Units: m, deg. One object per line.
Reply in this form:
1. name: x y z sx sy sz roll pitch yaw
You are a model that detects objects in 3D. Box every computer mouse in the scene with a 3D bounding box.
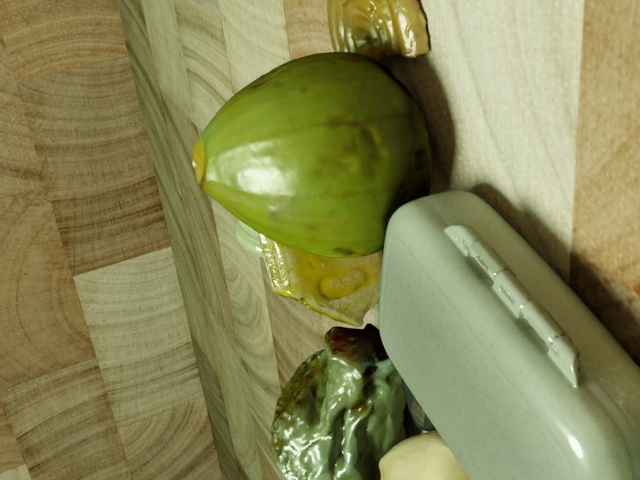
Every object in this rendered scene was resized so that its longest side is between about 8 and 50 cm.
1. computer mouse: 0.153 0.169 1.108 0.099 0.057 0.172 -135 44 -57

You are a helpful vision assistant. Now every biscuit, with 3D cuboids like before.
1. biscuit: 0.053 -0.275 1.010 0.224 0.033 0.144 29 134 63

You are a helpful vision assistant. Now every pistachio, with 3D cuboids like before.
1. pistachio: 0.156 0.309 1.059 0.229 0.157 0.157 -17 91 67

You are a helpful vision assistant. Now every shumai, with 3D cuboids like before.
1. shumai: 0.049 0.263 1.253 0.203 0.222 0.271 137 123 -65

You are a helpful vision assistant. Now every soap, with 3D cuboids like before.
1. soap: 0.000 0.000 1.217 0.080 0.160 0.257 11 119 67

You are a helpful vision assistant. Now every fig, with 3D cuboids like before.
1. fig: -0.011 -0.092 0.990 0.239 0.271 0.239 173 90 -87

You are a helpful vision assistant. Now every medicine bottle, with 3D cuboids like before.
1. medicine bottle: 0.186 0.135 0.869 0.375 0.123 0.282 55 154 40

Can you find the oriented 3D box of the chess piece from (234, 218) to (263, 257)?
1. chess piece: -0.065 -0.110 1.359 0.144 0.144 0.251 54 150 43
